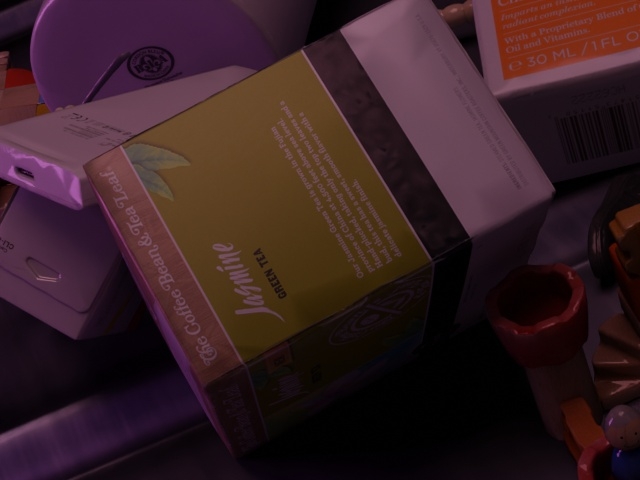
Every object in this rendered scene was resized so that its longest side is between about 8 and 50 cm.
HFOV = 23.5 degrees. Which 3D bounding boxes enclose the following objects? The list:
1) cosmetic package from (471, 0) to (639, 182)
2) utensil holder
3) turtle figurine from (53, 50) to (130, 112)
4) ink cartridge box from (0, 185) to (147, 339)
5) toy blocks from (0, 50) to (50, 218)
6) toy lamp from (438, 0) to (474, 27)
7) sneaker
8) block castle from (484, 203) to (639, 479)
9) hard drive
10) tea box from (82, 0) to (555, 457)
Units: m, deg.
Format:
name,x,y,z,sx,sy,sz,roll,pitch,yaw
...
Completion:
name,x,y,z,sx,sy,sz,roll,pitch,yaw
cosmetic package,0.281,-0.296,1.680,0.230,0.161,0.453,-14,51,12
utensil holder,-0.161,-0.315,1.883,0.327,0.328,0.385,-8,40,19
turtle figurine,-0.239,-0.048,1.673,0.266,0.198,0.274,-47,16,-12
ink cartridge box,-0.238,0.013,1.533,0.128,0.176,0.127,28,96,9
toy blocks,-0.403,-0.122,1.919,0.260,0.191,0.381,-8,38,1
toy lamp,0.229,-0.290,1.854,0.274,0.080,0.080,-12,38,15
sneaker,0.322,-0.029,1.498,0.089,0.051,0.170,-4,37,30
block castle,0.384,0.062,1.217,0.453,0.213,0.303,-23,36,0
hard drive,-0.150,-0.105,1.469,0.307,0.040,0.203,-19,26,-36
tea box,0.000,0.000,1.354,0.323,0.329,0.220,-28,74,-7
